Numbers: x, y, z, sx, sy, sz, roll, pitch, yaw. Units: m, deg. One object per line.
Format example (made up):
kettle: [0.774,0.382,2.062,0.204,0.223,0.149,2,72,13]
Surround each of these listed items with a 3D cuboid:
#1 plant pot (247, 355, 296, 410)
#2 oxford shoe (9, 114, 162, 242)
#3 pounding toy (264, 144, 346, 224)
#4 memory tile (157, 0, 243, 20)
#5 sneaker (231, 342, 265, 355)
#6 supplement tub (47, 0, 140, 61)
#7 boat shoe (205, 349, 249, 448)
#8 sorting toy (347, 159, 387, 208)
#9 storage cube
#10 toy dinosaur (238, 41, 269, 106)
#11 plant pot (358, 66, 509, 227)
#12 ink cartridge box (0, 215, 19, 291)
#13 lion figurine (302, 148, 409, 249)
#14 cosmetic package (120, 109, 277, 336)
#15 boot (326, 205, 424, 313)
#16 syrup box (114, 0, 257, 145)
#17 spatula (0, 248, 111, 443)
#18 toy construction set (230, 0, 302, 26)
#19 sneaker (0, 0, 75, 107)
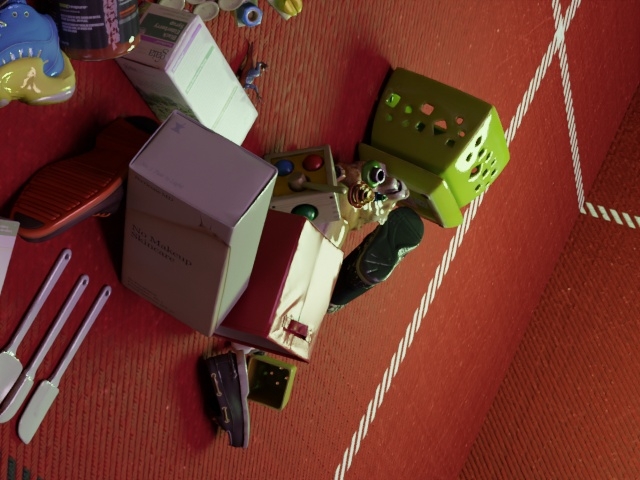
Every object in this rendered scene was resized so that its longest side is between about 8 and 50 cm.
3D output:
plant pot: [-0.085,0.251,2.078,0.083,0.081,0.081,-13,118,-73]
oxford shoe: [-0.285,-0.058,1.460,0.271,0.097,0.098,-43,149,-44]
pounding toy: [-0.021,-0.086,1.853,0.100,0.130,0.141,76,6,-48]
memory tile: [-0.170,-0.339,1.510,0.148,0.113,0.012,60,9,-58]
sneaker: [-0.104,0.181,2.016,0.158,0.061,0.065,-24,134,-56]
supplement tub: [-0.265,-0.313,1.312,0.106,0.106,0.198,-41,141,-46]
boat shoe: [-0.158,0.274,1.965,0.081,0.069,0.227,-103,-169,-49]
sorting toy: [0.089,-0.091,1.959,0.102,0.042,0.061,-53,133,-29]
storage cube: [-0.097,0.061,1.779,0.183,0.215,0.193,41,64,-62]
toy dinosaur: [-0.119,-0.243,1.750,0.082,0.047,0.090,-39,107,-35]
plant pot: [0.211,-0.167,2.230,0.207,0.227,0.228,-58,153,-11]
ink cartridge box: [-0.441,0.077,1.288,0.171,0.056,0.235,10,96,-65]
lion figurine: [0.000,0.000,2.026,0.392,0.142,0.240,-57,149,-15]
cosmetic package: [-0.169,-0.013,1.528,0.113,0.160,0.309,-55,171,-30]
boot: [0.089,0.037,2.200,0.178,0.085,0.236,-38,-173,42]
syrup box: [-0.180,-0.212,1.562,0.096,0.093,0.237,-62,153,-18]
spatula: [-0.363,0.139,1.520,0.242,0.019,0.168,-62,152,-18]
toy construction set: [-0.089,-0.460,1.541,0.215,0.151,0.327,-39,139,-8]
sneaker: [-0.369,-0.200,1.234,0.240,0.091,0.126,-20,106,-58]
